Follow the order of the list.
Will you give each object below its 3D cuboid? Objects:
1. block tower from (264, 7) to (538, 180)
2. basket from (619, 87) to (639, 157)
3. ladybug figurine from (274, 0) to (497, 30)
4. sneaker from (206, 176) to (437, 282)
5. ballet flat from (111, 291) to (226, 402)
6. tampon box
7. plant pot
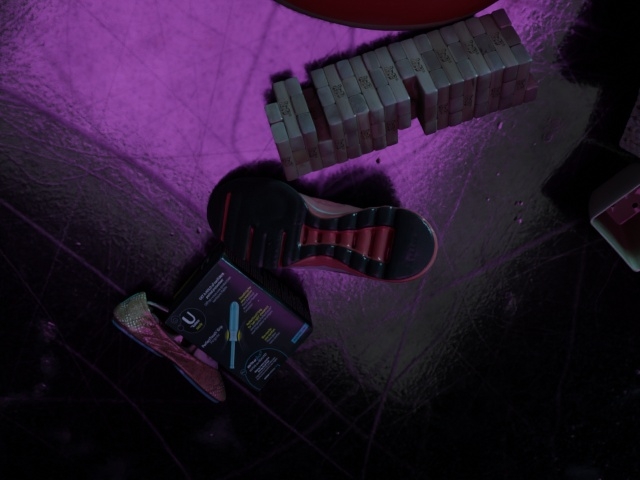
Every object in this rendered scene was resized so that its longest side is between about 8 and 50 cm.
[{"bbox_3d":[0.099,-0.184,0.910,0.335,0.091,0.097,-18,153,-1],"label":"block tower"},{"bbox_3d":[0.506,-0.139,0.976,0.167,0.113,0.103,19,109,-11],"label":"basket"},{"bbox_3d":[0.075,-0.396,0.820,0.448,0.162,0.305,4,107,-7],"label":"ladybug figurine"},{"bbox_3d":[0.000,0.001,0.970,0.313,0.136,0.116,13,84,13],"label":"sneaker"},{"bbox_3d":[-0.196,0.147,1.020,0.206,0.073,0.067,43,85,-20],"label":"ballet flat"},{"bbox_3d":[-0.109,0.098,0.992,0.161,0.101,0.120,40,99,-15],"label":"tampon box"},{"bbox_3d":[0.435,-0.044,1.000,0.109,0.096,0.109,-40,107,22],"label":"plant pot"}]
